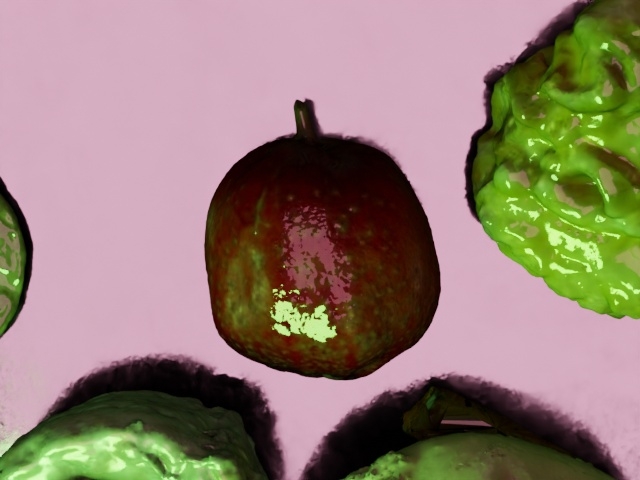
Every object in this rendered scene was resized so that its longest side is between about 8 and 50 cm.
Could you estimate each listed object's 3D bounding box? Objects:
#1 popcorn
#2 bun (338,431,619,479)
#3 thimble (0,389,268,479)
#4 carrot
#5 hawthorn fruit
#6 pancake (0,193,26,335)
[{"bbox_3d":[0.241,-0.067,1.589,0.225,0.173,0.286,-15,112,23],"label":"popcorn"},{"bbox_3d":[0.141,0.338,1.585,0.362,0.234,0.326,12,127,-3],"label":"bun"},{"bbox_3d":[-0.166,0.272,1.630,0.292,0.195,0.291,0,96,2],"label":"thimble"},{"bbox_3d":[0.184,0.207,1.682,0.229,0.069,0.069,30,95,0],"label":"carrot"},{"bbox_3d":[0.000,0.000,1.601,0.215,0.215,0.249,-3,93,2],"label":"hawthorn fruit"},{"bbox_3d":[-0.392,0.023,1.689,0.236,0.042,0.222,-33,89,1],"label":"pancake"}]
